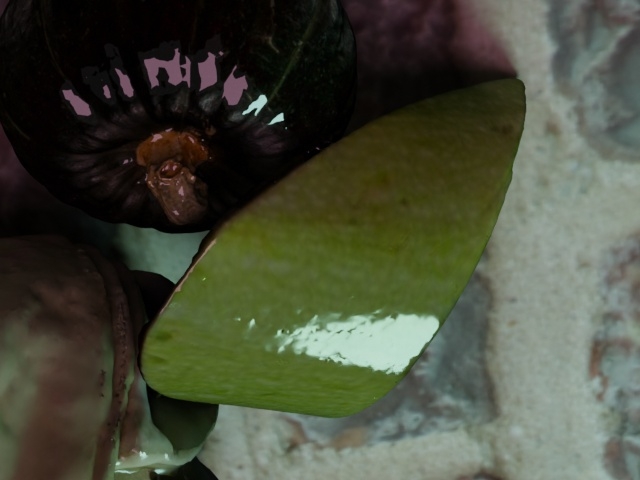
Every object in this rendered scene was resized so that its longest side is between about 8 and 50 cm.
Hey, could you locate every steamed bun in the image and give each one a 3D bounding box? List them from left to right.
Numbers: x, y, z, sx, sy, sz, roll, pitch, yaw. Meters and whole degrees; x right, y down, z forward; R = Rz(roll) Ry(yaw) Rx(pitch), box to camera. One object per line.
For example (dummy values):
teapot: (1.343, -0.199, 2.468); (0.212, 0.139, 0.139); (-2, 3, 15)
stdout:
steamed bun: (-0.155, 0.131, 0.824); (0.206, 0.275, 0.320); (-19, 159, -8)

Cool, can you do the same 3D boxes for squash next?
squash: (-0.078, -0.087, 0.736); (0.193, 0.156, 0.193); (14, 134, 15)
squash: (0.000, 0.000, 0.764); (0.155, 0.204, 0.237); (27, 110, -13)
